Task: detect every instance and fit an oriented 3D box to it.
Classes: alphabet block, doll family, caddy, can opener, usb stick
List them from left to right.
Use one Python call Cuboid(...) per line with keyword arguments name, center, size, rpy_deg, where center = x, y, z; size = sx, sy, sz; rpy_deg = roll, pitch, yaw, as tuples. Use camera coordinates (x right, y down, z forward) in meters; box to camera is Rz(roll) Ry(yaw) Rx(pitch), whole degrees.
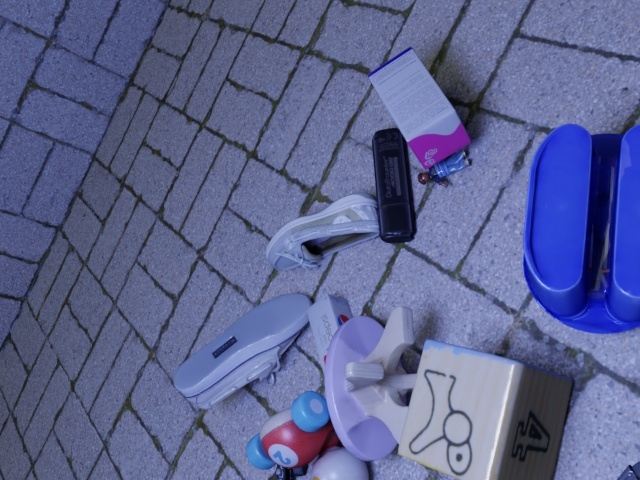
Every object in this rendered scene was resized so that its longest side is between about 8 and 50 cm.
Cuboid(name="can opener", center=(-0.075, 0.527, 1.475), size=(0.073, 0.059, 0.186), rpy_deg=(-7, 68, 44))
Cuboid(name="usb stick", center=(0.159, -0.123, 1.508), size=(0.077, 0.045, 0.278), rpy_deg=(-7, 65, 10))
Cuboid(name="doll family", center=(0.239, -0.200, 1.445), size=(0.111, 0.076, 0.193), rpy_deg=(-23, 51, 16))
Cuboid(name="alphabet block", center=(0.271, 0.288, 1.119), size=(0.192, 0.193, 0.197), rpy_deg=(8, 80, 49))
Cuboid(name="caddy", center=(0.449, -0.026, 1.086), size=(0.241, 0.179, 0.341), rpy_deg=(5, 76, 22))

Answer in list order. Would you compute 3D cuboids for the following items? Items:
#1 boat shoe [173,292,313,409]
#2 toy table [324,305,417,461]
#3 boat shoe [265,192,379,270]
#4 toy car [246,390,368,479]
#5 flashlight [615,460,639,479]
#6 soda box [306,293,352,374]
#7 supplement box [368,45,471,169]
Cuboid(name="boat shoe", center=(-0.153, 0.279, 1.613), size=(0.367, 0.156, 0.136), rpy_deg=(-36, 38, -9))
Cuboid(name="toy table", center=(0.119, 0.259, 1.270), size=(0.161, 0.252, 0.274), rpy_deg=(-35, 62, 52))
Cuboid(name="boat shoe", center=(0.003, 0.000, 1.580), size=(0.320, 0.118, 0.103), rpy_deg=(-26, 55, 27))
Cuboid(name="toy car", center=(0.008, 0.439, 1.337), size=(0.219, 0.210, 0.238), rpy_deg=(-49, 57, 36))
Cuboid(name="flashlight", center=(0.523, 0.275, 0.933), size=(0.304, 0.103, 0.103), rpy_deg=(-55, 46, 12))
Cuboid(name="soda box", center=(0.039, 0.227, 1.477), size=(0.074, 0.069, 0.216), rpy_deg=(-40, 48, 28))
Cuboid(name="supplement box", center=(0.200, -0.270, 1.391), size=(0.114, 0.111, 0.220), rpy_deg=(-32, 50, 10))
